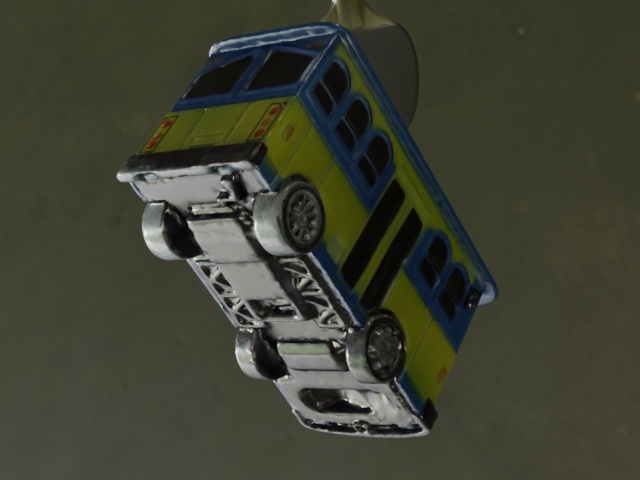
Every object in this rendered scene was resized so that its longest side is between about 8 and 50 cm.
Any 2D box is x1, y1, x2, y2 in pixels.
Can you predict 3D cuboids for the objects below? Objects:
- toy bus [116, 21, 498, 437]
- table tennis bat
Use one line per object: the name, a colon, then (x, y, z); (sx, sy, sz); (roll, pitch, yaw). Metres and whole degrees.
toy bus: (0.000, 0.000, 1.082); (0.138, 0.288, 0.175); (-3, 43, 38)
table tennis bat: (0.030, -0.193, 1.463); (0.138, 0.247, 0.022); (-10, 29, -9)
